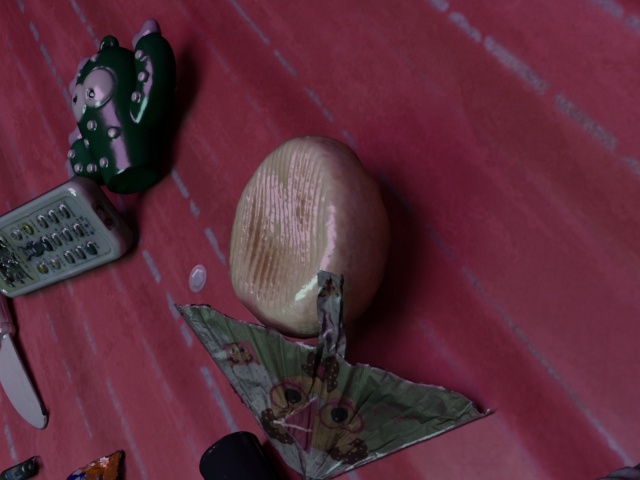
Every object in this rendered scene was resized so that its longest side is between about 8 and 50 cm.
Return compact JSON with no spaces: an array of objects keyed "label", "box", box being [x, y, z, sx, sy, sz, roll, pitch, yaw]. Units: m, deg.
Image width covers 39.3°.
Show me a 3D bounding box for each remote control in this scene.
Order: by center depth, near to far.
[{"label":"remote control","box":[-0.408,-0.003,1.338,0.335,0.128,0.065,-17,25,41]}]

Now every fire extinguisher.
[{"label":"fire extinguisher","box":[-0.436,0.335,1.311,0.083,0.025,0.038,-28,35,37]}]

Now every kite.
[{"label":"kite","box":[-0.003,0.141,0.853,0.322,0.013,0.268,18,123,15]}]

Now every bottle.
[{"label":"bottle","box":[-0.046,0.301,0.889,0.082,0.072,0.244,-26,47,-15]}]

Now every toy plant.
[{"label":"toy plant","box":[-0.289,-0.186,1.274,0.232,0.112,0.243,1,84,42]}]

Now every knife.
[{"label":"knife","box":[-0.500,0.182,1.419,0.081,0.043,0.336,-56,47,24]}]

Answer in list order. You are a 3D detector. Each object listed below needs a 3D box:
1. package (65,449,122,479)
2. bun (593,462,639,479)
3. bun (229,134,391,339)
[{"label":"package","box":[-0.298,0.324,1.170,0.110,0.033,0.077,-22,37,24]},{"label":"bun","box":[0.209,0.239,0.480,0.361,0.361,0.211,-23,85,39]},{"label":"bun","box":[0.000,0.000,0.915,0.222,0.127,0.222,-31,50,45]}]
